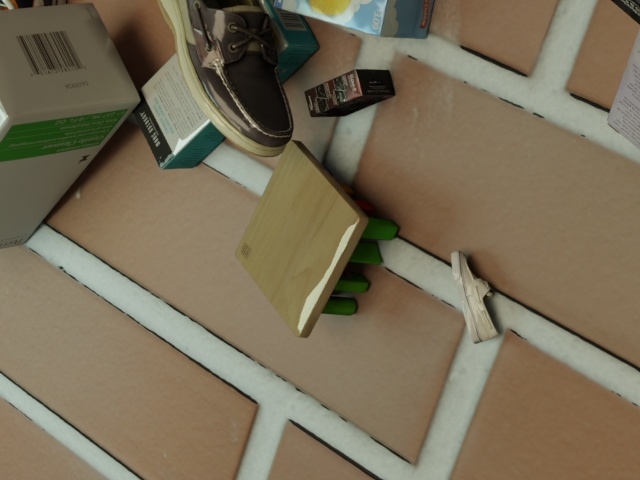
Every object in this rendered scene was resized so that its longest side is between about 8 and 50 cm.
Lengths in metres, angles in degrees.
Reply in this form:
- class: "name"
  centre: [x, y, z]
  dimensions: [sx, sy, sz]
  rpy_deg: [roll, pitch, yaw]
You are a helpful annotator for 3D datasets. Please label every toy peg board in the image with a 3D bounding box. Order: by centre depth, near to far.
- class: "toy peg board"
  centre: [0.000, 0.000, 1.708]
  dimensions: [0.160, 0.079, 0.161]
  rpy_deg: [50, 122, 42]

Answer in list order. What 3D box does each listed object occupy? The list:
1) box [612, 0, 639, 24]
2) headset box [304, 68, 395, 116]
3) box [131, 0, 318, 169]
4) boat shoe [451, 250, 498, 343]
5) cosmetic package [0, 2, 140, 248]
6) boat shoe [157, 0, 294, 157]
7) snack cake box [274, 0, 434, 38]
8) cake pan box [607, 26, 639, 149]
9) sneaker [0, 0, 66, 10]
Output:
- class: "box"
  centre: [0.278, -0.267, 1.408]
  dimensions: [0.029, 0.162, 0.116]
  rpy_deg: [-39, 65, -7]
- class: "headset box"
  centre: [0.035, -0.161, 1.661]
  dimensions: [0.083, 0.062, 0.032]
  rpy_deg: [-18, 83, 37]
- class: "box"
  centre: [-0.116, -0.190, 1.780]
  dimensions: [0.244, 0.060, 0.100]
  rpy_deg: [-40, 69, 34]
- class: "boat shoe"
  centre: [0.163, 0.056, 1.601]
  dimensions: [0.035, 0.035, 0.100]
  rpy_deg: [-16, 79, 11]
- class: "cosmetic package"
  centre: [-0.404, -0.127, 1.892]
  dimensions: [0.365, 0.197, 0.155]
  rpy_deg: [-44, 68, 46]
- class: "boat shoe"
  centre: [-0.099, -0.224, 1.661]
  dimensions: [0.092, 0.103, 0.285]
  rpy_deg: [-43, 62, 38]
- class: "snack cake box"
  centre: [0.056, -0.357, 1.611]
  dimensions: [0.152, 0.089, 0.264]
  rpy_deg: [21, 107, 36]
- class: "cake pan box"
  centre: [0.377, -0.124, 1.320]
  dimensions: [0.267, 0.070, 0.245]
  rpy_deg: [44, 148, 28]
- class: "sneaker"
  centre: [-0.396, -0.359, 1.949]
  dimensions: [0.126, 0.127, 0.321]
  rpy_deg: [1, 93, 40]
